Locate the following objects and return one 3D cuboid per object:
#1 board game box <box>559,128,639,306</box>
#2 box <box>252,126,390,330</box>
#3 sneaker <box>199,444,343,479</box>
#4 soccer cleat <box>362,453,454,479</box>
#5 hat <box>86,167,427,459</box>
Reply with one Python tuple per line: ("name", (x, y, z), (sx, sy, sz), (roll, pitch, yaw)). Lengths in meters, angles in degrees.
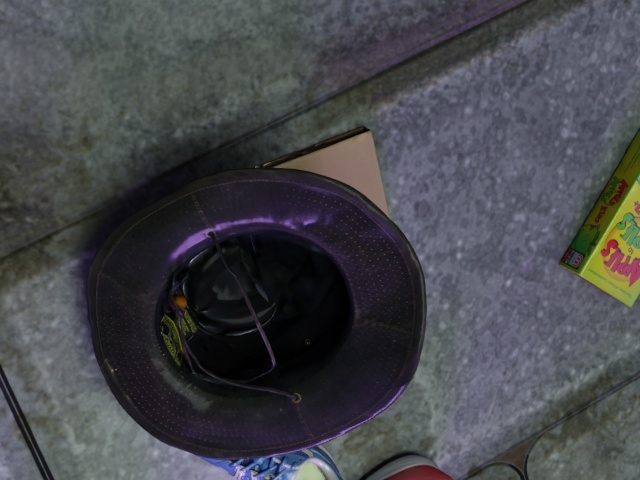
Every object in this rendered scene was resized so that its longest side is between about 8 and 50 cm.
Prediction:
("board game box", (0.360, -0.025, 1.805), (0.092, 0.043, 0.181), (30, 91, -32))
("box", (0.000, 0.000, 1.642), (0.164, 0.021, 0.201), (-22, 114, -20))
("sneaker", (-0.059, 0.218, 1.648), (0.211, 0.081, 0.080), (23, 96, -30))
("soccer cleat", (0.023, 0.355, 1.713), (0.318, 0.116, 0.108), (-34, 118, -14))
("hat", (-0.056, 0.055, 1.548), (0.331, 0.134, 0.331), (2, 112, 5))
